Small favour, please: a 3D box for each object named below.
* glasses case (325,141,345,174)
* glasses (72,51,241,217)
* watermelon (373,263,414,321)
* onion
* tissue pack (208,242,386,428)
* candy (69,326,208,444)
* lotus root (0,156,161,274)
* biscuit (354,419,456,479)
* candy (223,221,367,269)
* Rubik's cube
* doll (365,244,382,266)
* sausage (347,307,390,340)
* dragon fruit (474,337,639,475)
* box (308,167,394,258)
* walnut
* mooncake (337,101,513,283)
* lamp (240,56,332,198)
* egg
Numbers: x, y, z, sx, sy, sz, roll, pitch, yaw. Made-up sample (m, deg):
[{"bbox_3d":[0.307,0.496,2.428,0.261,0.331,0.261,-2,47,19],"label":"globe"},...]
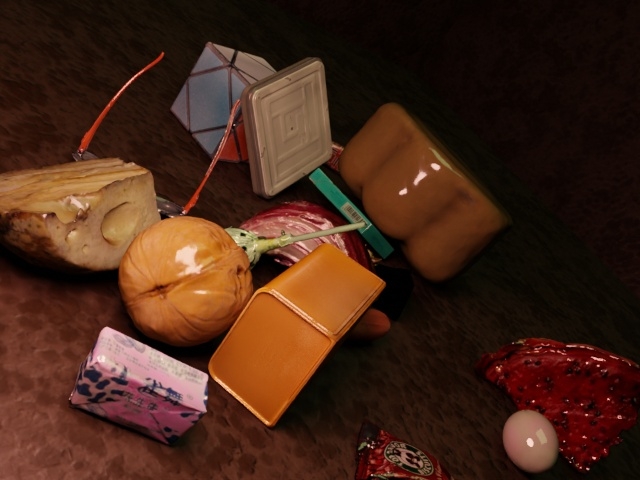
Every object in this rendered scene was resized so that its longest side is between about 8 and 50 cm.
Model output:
[{"bbox_3d":[0.079,-0.219,2.144,0.195,0.073,0.049,34,16,-7],"label":"glasses case"},{"bbox_3d":[-0.295,-0.192,1.373,0.234,0.268,0.118,31,6,-9],"label":"glasses"},{"bbox_3d":[0.172,0.109,1.654,0.158,0.098,0.121,13,33,-49],"label":"watermelon"},{"bbox_3d":[0.000,0.000,1.505,0.314,0.146,0.280,25,14,11],"label":"onion"},{"bbox_3d":[-0.031,0.136,1.204,0.145,0.194,0.274,39,23,6],"label":"tissue pack"},{"bbox_3d":[-0.233,0.191,0.958,0.160,0.092,0.073,30,30,-19],"label":"candy"},{"bbox_3d":[-0.374,-0.033,1.143,0.210,0.141,0.314,16,21,30],"label":"lotus root"},{"bbox_3d":[0.157,0.383,1.171,0.235,0.063,0.151,31,13,-1],"label":"biscuit"},{"bbox_3d":[-0.063,-0.002,1.330,0.091,0.306,0.083,54,32,-44],"label":"candy"},{"bbox_3d":[-0.198,-0.324,1.802,0.207,0.205,0.205,-1,43,-52],"label":"Rubik's cube"},{"bbox_3d":[0.081,0.037,1.709,0.077,0.078,0.113,-42,103,-23],"label":"doll"},{"bbox_3d":[0.057,0.156,1.432,0.194,0.077,0.077,9,36,-44],"label":"sausage"},{"bbox_3d":[0.539,0.286,1.638,0.329,0.286,0.228,36,26,19],"label":"dragon fruit"},{"bbox_3d":[0.075,-0.066,1.818,0.226,0.042,0.161,49,2,34],"label":"box"},{"bbox_3d":[-0.198,0.058,1.129,0.195,0.195,0.222,42,19,12],"label":"walnut"},{"bbox_3d":[0.252,-0.118,1.871,0.467,0.262,0.467,45,13,-14],"label":"mooncake"},{"bbox_3d":[-0.072,-0.263,1.727,0.047,0.266,0.269,16,37,34],"label":"lamp"},{"bbox_3d":[0.406,0.388,1.441,0.103,0.103,0.135,29,26,-17],"label":"egg"}]
